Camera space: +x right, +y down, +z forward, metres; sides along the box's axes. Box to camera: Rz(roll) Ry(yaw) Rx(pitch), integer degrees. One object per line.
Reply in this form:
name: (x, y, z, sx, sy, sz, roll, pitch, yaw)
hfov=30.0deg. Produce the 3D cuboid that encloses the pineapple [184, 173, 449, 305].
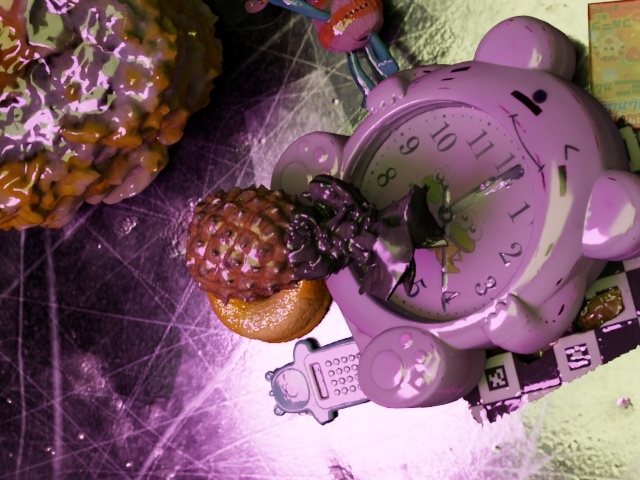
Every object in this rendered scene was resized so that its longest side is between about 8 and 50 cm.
pineapple: (0.000, 0.000, 1.070, 0.237, 0.111, 0.119, -6, 113, 28)

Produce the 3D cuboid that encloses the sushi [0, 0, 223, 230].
sushi: (-0.307, -0.181, 1.205, 0.396, 0.240, 0.351, -31, 95, 13)

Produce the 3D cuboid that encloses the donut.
donut: (-0.058, 0.036, 1.251, 0.151, 0.058, 0.152, 1, 92, 22)

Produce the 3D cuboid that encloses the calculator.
calculator: (0.007, 0.144, 1.252, 0.141, 0.019, 0.094, -18, 90, 22)

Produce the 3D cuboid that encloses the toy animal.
toy animal: (-0.005, -0.224, 1.186, 0.208, 0.103, 0.100, 45, 117, 9)

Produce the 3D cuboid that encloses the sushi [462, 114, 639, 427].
sushi: (0.228, 0.041, 1.134, 0.279, 0.043, 0.193, -37, 68, 27)

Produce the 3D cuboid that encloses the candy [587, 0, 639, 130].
candy: (0.282, -0.163, 1.109, 0.062, 0.038, 0.122, -2, 93, 22)

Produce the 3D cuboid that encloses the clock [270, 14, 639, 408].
clock: (0.132, -0.028, 1.111, 0.322, 0.113, 0.296, -36, 67, 26)
